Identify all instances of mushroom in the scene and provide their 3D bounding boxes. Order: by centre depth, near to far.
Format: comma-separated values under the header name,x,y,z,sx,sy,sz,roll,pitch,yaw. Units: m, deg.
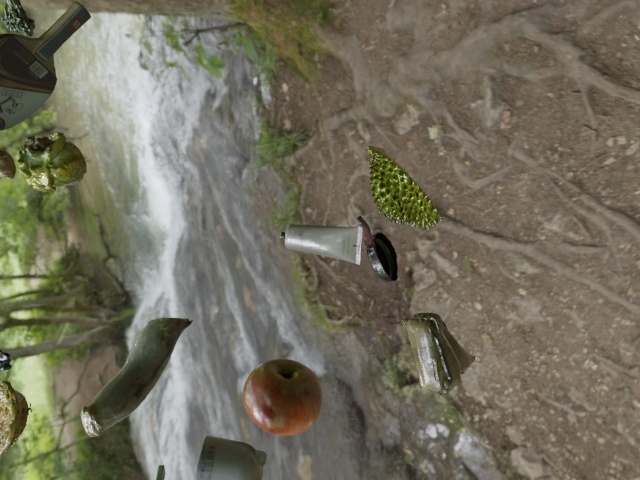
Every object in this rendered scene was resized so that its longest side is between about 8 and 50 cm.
name,x,y,z,sx,sy,sz,roll,pitch,yaw
mushroom,-0.440,0.314,1.091,0.097,0.351,0.109,-9,125,31
mushroom,-0.911,-0.191,1.195,0.225,0.093,0.116,12,113,30

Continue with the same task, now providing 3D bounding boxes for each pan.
name,x,y,z,sx,sy,sz,roll,pitch,yaw
pan,0.112,0.015,0.933,0.040,0.212,0.114,-19,52,22

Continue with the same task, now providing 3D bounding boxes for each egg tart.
name,x,y,z,sx,sy,sz,roll,pitch,yaw
egg tart,-0.563,0.316,0.793,0.131,0.052,0.130,-6,78,28

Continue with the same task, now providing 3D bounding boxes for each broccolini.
name,x,y,z,sx,sy,sz,roll,pitch,yaw
broccolini,-0.571,-0.478,0.811,0.052,0.054,0.194,30,128,51

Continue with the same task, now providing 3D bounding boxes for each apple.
name,x,y,z,sx,sy,sz,roll,pitch,yaw
apple,-0.097,0.410,1.170,0.210,0.210,0.164,27,111,41

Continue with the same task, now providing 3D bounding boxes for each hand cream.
name,x,y,z,sx,sy,sz,roll,pitch,yaw
hand cream,0.000,0.000,0.979,0.186,0.054,0.087,8,108,16

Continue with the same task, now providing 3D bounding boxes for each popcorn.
name,x,y,z,sx,sy,sz,roll,pitch,yaw
popcorn,-0.819,-0.250,1.364,0.197,0.198,0.212,56,148,22

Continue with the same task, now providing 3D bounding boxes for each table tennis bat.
name,x,y,z,sx,sy,sz,roll,pitch,yaw
table tennis bat,-0.534,-0.316,0.806,0.022,0.301,0.173,40,171,8

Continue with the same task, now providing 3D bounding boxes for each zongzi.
name,x,y,z,sx,sy,sz,roll,pitch,yaw
zongzi,0.308,0.256,1.100,0.099,0.198,0.194,-12,95,51

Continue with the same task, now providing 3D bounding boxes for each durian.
name,x,y,z,sx,sy,sz,roll,pitch,yaw
durian,0.265,-0.145,1.349,0.158,0.352,0.168,-15,48,36

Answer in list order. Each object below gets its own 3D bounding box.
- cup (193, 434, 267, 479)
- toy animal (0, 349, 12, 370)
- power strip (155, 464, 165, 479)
name,x,y,z,sx,sy,sz,roll,pitch,yaw
cup,-0.197,0.521,0.953,0.134,0.142,0.173,111,170,-55
toy animal,-0.697,0.178,0.807,0.272,0.197,0.160,45,169,-1
power strip,-0.384,0.583,1.058,0.090,0.016,0.040,-100,16,-55
